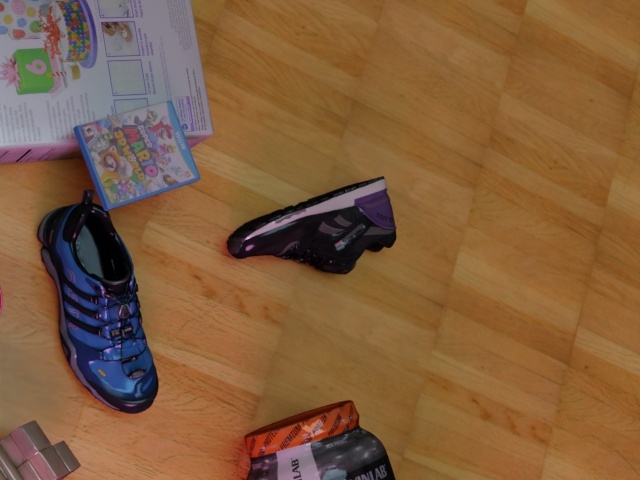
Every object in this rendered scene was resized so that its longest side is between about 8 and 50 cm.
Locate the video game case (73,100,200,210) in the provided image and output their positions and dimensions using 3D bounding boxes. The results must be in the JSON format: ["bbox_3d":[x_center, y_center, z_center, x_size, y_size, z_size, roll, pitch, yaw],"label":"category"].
[{"bbox_3d":[-0.246,-0.117,2.025,0.166,0.015,0.119,-21,91,-44],"label":"video game case"}]

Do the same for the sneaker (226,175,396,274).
[{"bbox_3d":[0.000,0.000,2.212,0.283,0.107,0.124,-20,95,-30],"label":"sneaker"}]

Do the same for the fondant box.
[{"bbox_3d":[-0.331,-0.240,2.088,0.330,0.096,0.238,-6,82,-30],"label":"fondant box"}]

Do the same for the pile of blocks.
[{"bbox_3d":[-0.475,0.331,1.872,0.362,0.149,0.112,-30,83,-41],"label":"pile of blocks"}]

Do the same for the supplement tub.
[{"bbox_3d":[0.022,0.406,2.073,0.207,0.207,0.338,-18,88,-30],"label":"supplement tub"}]

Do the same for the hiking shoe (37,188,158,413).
[{"bbox_3d":[-0.294,0.091,2.013,0.113,0.132,0.304,-23,90,-29],"label":"hiking shoe"}]

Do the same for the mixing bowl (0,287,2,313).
[{"bbox_3d":[-0.506,0.062,1.907,0.181,0.098,0.181,-12,124,-19],"label":"mixing bowl"}]
